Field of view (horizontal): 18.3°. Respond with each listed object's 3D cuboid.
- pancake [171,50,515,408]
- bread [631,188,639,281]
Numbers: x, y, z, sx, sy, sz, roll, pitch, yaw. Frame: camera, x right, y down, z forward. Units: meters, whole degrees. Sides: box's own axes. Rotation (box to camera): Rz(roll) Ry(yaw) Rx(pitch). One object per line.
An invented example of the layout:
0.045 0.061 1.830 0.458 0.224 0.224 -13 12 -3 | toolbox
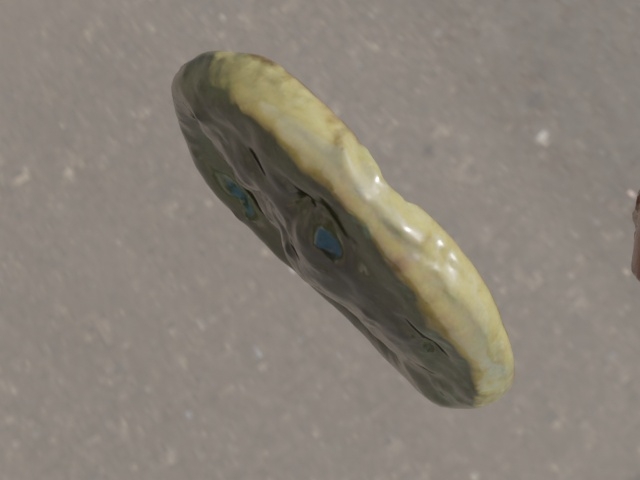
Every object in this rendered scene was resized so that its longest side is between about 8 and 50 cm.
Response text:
0.000 0.000 1.026 0.050 0.242 0.242 -43 127 -13 | pancake
0.400 -0.006 1.576 0.295 0.328 0.114 8 99 18 | bread
